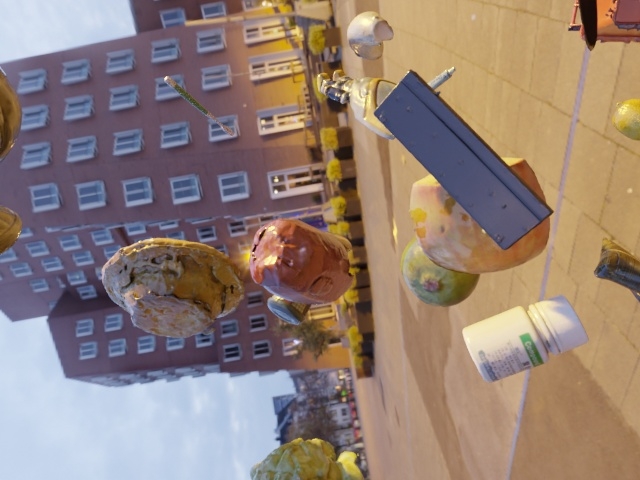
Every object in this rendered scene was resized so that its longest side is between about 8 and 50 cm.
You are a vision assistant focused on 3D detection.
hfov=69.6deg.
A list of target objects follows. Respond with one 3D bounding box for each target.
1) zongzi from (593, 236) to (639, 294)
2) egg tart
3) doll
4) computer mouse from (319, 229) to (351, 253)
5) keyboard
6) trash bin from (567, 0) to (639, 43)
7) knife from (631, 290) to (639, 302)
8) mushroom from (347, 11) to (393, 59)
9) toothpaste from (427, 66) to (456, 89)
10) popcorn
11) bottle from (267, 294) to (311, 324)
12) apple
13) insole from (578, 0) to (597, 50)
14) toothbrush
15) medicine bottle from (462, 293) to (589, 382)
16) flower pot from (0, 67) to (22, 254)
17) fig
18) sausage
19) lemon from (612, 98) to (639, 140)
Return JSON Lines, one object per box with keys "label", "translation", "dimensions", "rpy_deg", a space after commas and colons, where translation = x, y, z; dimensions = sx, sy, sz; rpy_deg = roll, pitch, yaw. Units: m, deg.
{"label": "zongzi", "translation": [0.897, 0.075, 1.322], "dimensions": [0.184, 0.187, 0.084], "rpy_deg": [-46, -20, -46]}
{"label": "egg tart", "translation": [-0.241, 0.092, 0.765], "dimensions": [0.241, 0.240, 0.106], "rpy_deg": [80, -177, -50]}
{"label": "doll", "translation": [0.118, -0.303, 1.005], "dimensions": [0.316, 0.145, 0.103], "rpy_deg": [40, 116, 39]}
{"label": "computer mouse", "translation": [0.000, 0.000, 1.325], "dimensions": [0.245, 0.125, 0.056], "rpy_deg": [-158, 75, -69]}
{"label": "keyboard", "translation": [0.215, -0.128, 0.716], "dimensions": [0.310, 0.101, 0.018], "rpy_deg": [49, -149, 10]}
{"label": "trash bin", "translation": [0.648, -0.508, 0.974], "dimensions": [0.238, 0.184, 0.161], "rpy_deg": [-44, -40, -61]}
{"label": "knife", "translation": [0.956, 0.136, 1.413], "dimensions": [0.222, 0.021, 0.046], "rpy_deg": [-92, 0, -56]}
{"label": "mushroom", "translation": [0.137, -0.576, 1.305], "dimensions": [0.351, 0.122, 0.095], "rpy_deg": [-82, 18, -73]}
{"label": "toothpaste", "translation": [0.383, -0.529, 1.573], "dimensions": [0.197, 0.029, 0.048], "rpy_deg": [-29, 57, 50]}
{"label": "popcorn", "translation": [-0.026, 0.340, 0.618], "dimensions": [0.135, 0.162, 0.142], "rpy_deg": [75, -158, -64]}
{"label": "bottle", "translation": [-0.052, 0.133, 1.501], "dimensions": [0.156, 0.143, 0.271], "rpy_deg": [-14, 41, 59]}
{"label": "apple", "translation": [0.403, -0.048, 1.163], "dimensions": [0.309, 0.314, 0.252], "rpy_deg": [69, -152, -19]}
{"label": "insole", "translation": [0.479, -0.509, 0.837], "dimensions": [0.111, 0.007, 0.328], "rpy_deg": [-45, -57, -35]}
{"label": "toothbrush", "translation": [-0.331, -0.367, 1.279], "dimensions": [0.024, 0.018, 0.257], "rpy_deg": [30, 176, 39]}
{"label": "medicine bottle", "translation": [0.458, 0.219, 1.041], "dimensions": [0.139, 0.236, 0.139], "rpy_deg": [56, -163, -27]}
{"label": "flower pot", "translation": [-0.533, -0.095, 0.578], "dimensions": [0.307, 0.307, 0.244], "rpy_deg": [-100, 9, -63]}
{"label": "fig", "translation": [0.407, 0.072, 1.535], "dimensions": [0.326, 0.258, 0.258], "rpy_deg": [-43, -53, -62]}
{"label": "sausage", "translation": [-0.031, 0.045, 0.883], "dimensions": [0.279, 0.152, 0.152], "rpy_deg": [25, -128, -63]}
{"label": "lemon", "translation": [0.707, -0.273, 1.035], "dimensions": [0.110, 0.082, 0.082], "rpy_deg": [35, 175, 4]}
